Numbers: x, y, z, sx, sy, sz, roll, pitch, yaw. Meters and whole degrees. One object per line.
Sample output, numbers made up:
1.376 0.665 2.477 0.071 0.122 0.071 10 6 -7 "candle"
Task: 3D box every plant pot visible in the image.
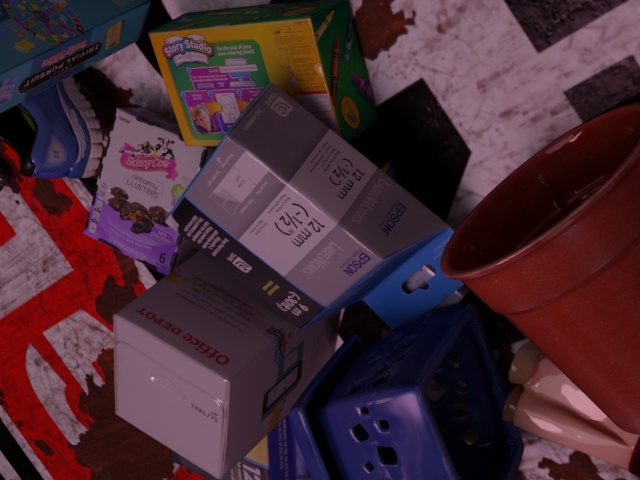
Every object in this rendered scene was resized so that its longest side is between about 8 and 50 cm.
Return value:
0.314 0.043 1.255 0.265 0.272 0.272 49 138 -10 "plant pot"
0.105 0.240 1.511 0.212 0.236 0.236 -13 108 28 "plant pot"

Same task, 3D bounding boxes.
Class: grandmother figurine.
0.388 0.249 1.438 0.342 0.104 0.208 25 142 28 "grandmother figurine"

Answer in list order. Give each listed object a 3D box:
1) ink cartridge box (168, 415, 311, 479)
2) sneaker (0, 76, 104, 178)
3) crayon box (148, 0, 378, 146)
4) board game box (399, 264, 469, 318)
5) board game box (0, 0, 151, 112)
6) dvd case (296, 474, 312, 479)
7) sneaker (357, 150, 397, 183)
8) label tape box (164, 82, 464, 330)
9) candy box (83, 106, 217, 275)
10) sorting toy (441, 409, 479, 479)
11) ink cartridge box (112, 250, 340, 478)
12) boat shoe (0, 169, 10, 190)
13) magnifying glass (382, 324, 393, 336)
-0.123 0.293 1.913 0.307 0.072 0.304 21 130 30 "ink cartridge box"
-0.437 -0.230 1.723 0.330 0.147 0.130 61 141 20 "sneaker"
-0.077 -0.210 1.517 0.278 0.081 0.165 3 120 38 "crayon box"
0.140 0.068 1.574 0.090 0.020 0.090 40 137 11 "board game box"
-0.432 -0.304 1.561 0.254 0.336 0.079 40 136 12 "board game box"
0.000 0.426 1.914 0.087 0.013 0.119 9 129 2 "dvd case"
0.006 -0.077 1.551 0.209 0.069 0.082 11 128 34 "sneaker"
0.000 0.000 1.495 0.347 0.115 0.249 40 146 -4 "label tape box"
-0.234 -0.072 1.697 0.165 0.070 0.196 24 107 24 "candy box"
0.154 0.370 1.734 0.307 0.041 0.229 -29 103 45 "sorting toy"
-0.129 0.147 1.667 0.198 0.270 0.197 27 132 23 "ink cartridge box"
-0.614 -0.163 2.016 0.079 0.084 0.233 -43 79 9 "boat shoe"
0.093 0.215 1.711 0.092 0.026 0.231 25 131 25 "magnifying glass"
